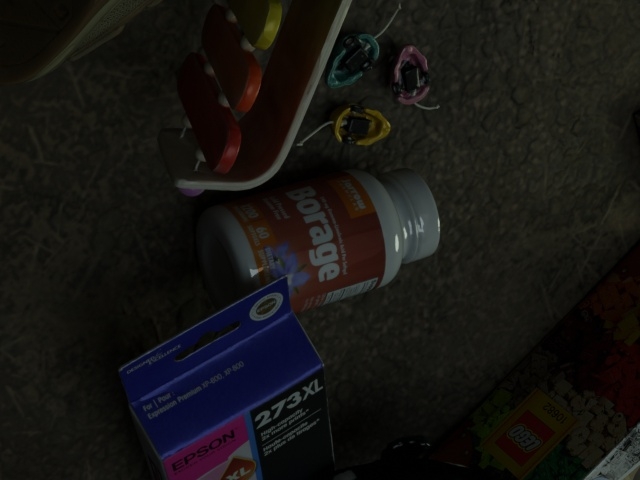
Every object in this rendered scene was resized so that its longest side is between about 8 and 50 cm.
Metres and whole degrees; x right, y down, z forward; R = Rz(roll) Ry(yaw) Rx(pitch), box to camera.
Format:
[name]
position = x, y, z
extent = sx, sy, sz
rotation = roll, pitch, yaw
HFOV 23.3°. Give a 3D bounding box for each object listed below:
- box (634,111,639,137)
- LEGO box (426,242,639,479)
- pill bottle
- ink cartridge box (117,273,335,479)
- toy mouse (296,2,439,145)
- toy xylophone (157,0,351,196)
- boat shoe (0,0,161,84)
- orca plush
[box]
position = 0.438, -0.081, 1.760
extent = 0.136, 0.036, 0.225
rotation = -32, 125, -13
[LEGO box]
position = 0.415, 0.299, 1.843
extent = 0.372, 0.193, 0.500
rotation = -45, 128, -4
[pill bottle]
position = 0.000, 0.000, 1.482
extent = 0.216, 0.121, 0.121
rotation = -17, 122, -24
[ink cartridge box]
position = -0.078, 0.191, 1.491
extent = 0.175, 0.069, 0.371
rotation = -29, 146, -15
[toy mouse]
position = 0.052, -0.162, 1.486
extent = 0.161, 0.031, 0.143
rotation = -3, 115, -31
[toy xylophone]
position = -0.048, -0.195, 1.295
extent = 0.081, 0.236, 0.323
rotation = 15, 104, -21
[boat shoe]
position = -0.143, -0.252, 1.220
extent = 0.341, 0.110, 0.122
rotation = -34, 89, 19
[orca plush]
position = 0.127, 0.288, 1.546
extent = 0.287, 0.102, 0.151
rotation = 22, 87, -4
